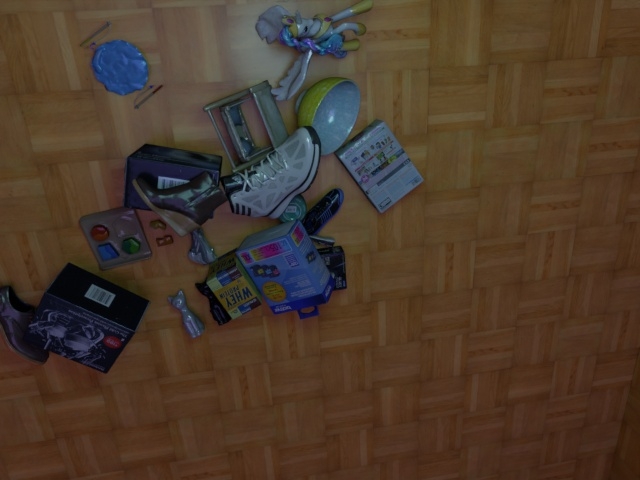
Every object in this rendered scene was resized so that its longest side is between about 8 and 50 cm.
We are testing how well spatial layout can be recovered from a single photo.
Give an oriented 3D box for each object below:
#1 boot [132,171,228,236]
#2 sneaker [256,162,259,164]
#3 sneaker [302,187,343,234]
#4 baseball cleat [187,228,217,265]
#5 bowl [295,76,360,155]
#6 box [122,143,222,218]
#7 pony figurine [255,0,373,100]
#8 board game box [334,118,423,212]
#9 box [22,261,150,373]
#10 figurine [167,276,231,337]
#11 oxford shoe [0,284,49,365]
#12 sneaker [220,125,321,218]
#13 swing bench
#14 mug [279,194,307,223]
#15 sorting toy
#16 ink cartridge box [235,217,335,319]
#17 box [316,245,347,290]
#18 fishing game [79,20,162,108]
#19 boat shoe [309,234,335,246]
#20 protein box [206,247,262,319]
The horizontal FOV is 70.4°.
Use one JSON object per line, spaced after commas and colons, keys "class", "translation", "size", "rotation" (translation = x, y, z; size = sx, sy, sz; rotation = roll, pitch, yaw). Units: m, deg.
{"class": "boot", "translation": [-0.450, -0.157, 1.466], "size": [0.207, 0.090, 0.248], "rotation": [-43, 110, -6]}
{"class": "sneaker", "translation": [-0.238, -0.226, 1.799], "size": [0.089, 0.051, 0.170], "rotation": [22, 110, -17]}
{"class": "sneaker", "translation": [0.004, -0.118, 1.847], "size": [0.081, 0.090, 0.232], "rotation": [41, 104, 24]}
{"class": "baseball cleat", "translation": [-0.505, 0.013, 1.832], "size": [0.109, 0.072, 0.205], "rotation": [-24, 109, 7]}
{"class": "bowl", "translation": [0.001, -0.477, 1.668], "size": [0.156, 0.289, 0.289], "rotation": [34, 106, 25]}
{"class": "box", "translation": [-0.513, -0.220, 1.620], "size": [0.296, 0.294, 0.182], "rotation": [8, 108, -13]}
{"class": "pony figurine", "translation": [-0.038, -0.675, 1.522], "size": [0.364, 0.351, 0.302], "rotation": [-23, 94, -31]}
{"class": "board game box", "translation": [0.236, -0.297, 1.828], "size": [0.224, 0.097, 0.303], "rotation": [-38, 113, 4]}
{"class": "box", "translation": [-0.909, 0.312, 1.773], "size": [0.343, 0.179, 0.312], "rotation": [30, 121, -18]}
{"class": "figurine", "translation": [-0.518, 0.283, 1.932], "size": [0.215, 0.092, 0.209], "rotation": [-25, 105, 1]}
{"class": "oxford shoe", "translation": [-1.190, 0.344, 1.811], "size": [0.133, 0.130, 0.363], "rotation": [-28, 113, -5]}
{"class": "sneaker", "translation": [-0.190, -0.218, 1.577], "size": [0.258, 0.169, 0.447], "rotation": [-7, 150, -39]}
{"class": "swing bench", "translation": [-0.255, -0.418, 1.660], "size": [0.255, 0.165, 0.253], "rotation": [-23, 112, -1]}
{"class": "mug", "translation": [-0.129, -0.120, 1.830], "size": [0.158, 0.097, 0.129], "rotation": [-43, 112, 7]}
{"class": "sorting toy", "translation": [-0.759, -0.019, 1.790], "size": [0.307, 0.041, 0.229], "rotation": [-14, 112, -4]}
{"class": "ink cartridge box", "translation": [-0.122, 0.137, 1.845], "size": [0.270, 0.151, 0.395], "rotation": [-18, 115, 28]}
{"class": "box", "translation": [0.032, 0.126, 1.963], "size": [0.147, 0.077, 0.180], "rotation": [-7, 112, -7]}
{"class": "fishing game", "translation": [-0.695, -0.601, 1.584], "size": [0.189, 0.041, 0.264], "rotation": [-35, 118, 13]}
{"class": "boat shoe", "translation": [0.000, 0.000, 1.928], "size": [0.125, 0.046, 0.038], "rotation": [10, 112, -16]}
{"class": "protein box", "translation": [-0.348, 0.172, 1.847], "size": [0.136, 0.201, 0.199], "rotation": [-29, 113, 2]}
